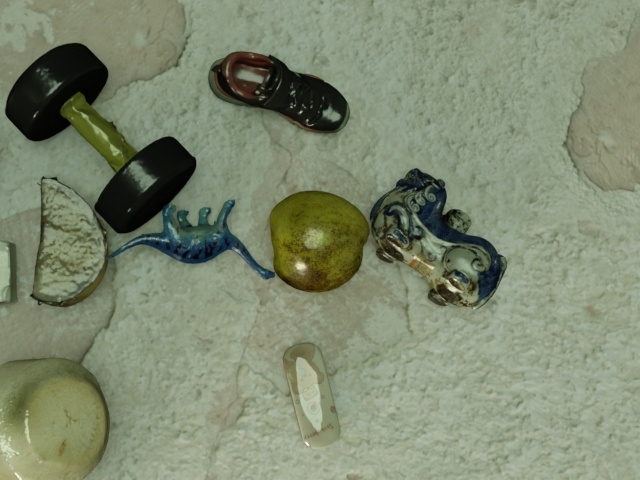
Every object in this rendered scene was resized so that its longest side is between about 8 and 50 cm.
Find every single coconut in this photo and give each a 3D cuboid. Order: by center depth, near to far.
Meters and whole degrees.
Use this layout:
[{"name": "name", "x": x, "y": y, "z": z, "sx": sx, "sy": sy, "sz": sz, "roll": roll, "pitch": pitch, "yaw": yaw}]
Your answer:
[{"name": "coconut", "x": -0.515, "y": 0.328, "z": 1.699, "sx": 0.237, "sy": 0.265, "sz": 0.238, "roll": 10, "pitch": 75, "yaw": -41}]

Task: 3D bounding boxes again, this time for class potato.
[{"name": "potato", "x": -0.467, "y": 0.009, "z": 1.811, "sx": 0.138, "sy": 0.098, "sz": 0.243, "roll": 3, "pitch": 79, "yaw": -7}]

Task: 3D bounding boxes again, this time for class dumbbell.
[{"name": "dumbbell", "x": -0.408, "y": -0.190, "z": 1.788, "sx": 0.204, "sy": 0.204, "sz": 0.322, "roll": -44, "pitch": 88, "yaw": -9}]

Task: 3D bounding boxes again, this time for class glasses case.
[{"name": "glasses case", "x": -0.017, "y": 0.297, "z": 1.839, "sx": 0.081, "sy": 0.051, "sz": 0.204, "roll": -15, "pitch": 84, "yaw": -8}]

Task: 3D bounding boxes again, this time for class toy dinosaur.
[{"name": "toy dinosaur", "x": -0.239, "y": -0.012, "z": 1.843, "sx": 0.329, "sy": 0.076, "sz": 0.145, "roll": 8, "pitch": 77, "yaw": -21}]

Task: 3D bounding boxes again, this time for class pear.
[{"name": "pear", "x": 0.000, "y": 0.000, "z": 1.810, "sx": 0.197, "sy": 0.197, "sz": 0.197, "roll": 1, "pitch": 83, "yaw": -5}]

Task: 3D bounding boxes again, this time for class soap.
[{"name": "soap", "x": -0.670, "y": 0.065, "z": 1.803, "sx": 0.183, "sy": 0.064, "sz": 0.122, "roll": -2, "pitch": 82, "yaw": -6}]

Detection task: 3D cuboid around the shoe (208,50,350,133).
[{"name": "shoe", "x": -0.076, "y": -0.299, "z": 1.864, "sx": 0.290, "sy": 0.137, "sz": 0.114, "roll": 17, "pitch": 82, "yaw": -4}]

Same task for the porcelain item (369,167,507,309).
[{"name": "porcelain item", "x": 0.234, "y": -0.001, "z": 1.870, "sx": 0.288, "sy": 0.138, "sz": 0.186, "roll": 37, "pitch": 64, "yaw": 5}]
